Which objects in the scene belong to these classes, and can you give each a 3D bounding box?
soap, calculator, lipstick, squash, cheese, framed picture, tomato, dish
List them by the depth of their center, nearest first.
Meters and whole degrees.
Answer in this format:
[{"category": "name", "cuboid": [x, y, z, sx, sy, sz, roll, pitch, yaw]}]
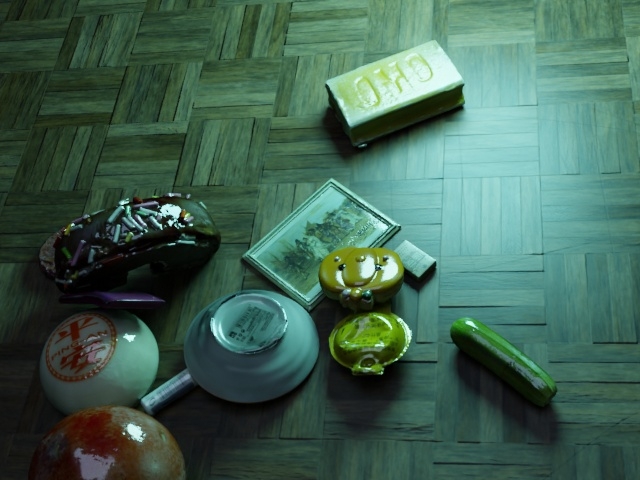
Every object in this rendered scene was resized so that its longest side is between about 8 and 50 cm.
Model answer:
[{"category": "tomato", "cuboid": [-0.366, 0.401, 1.665, 0.265, 0.265, 0.265, -6, 53, 8]}, {"category": "squash", "cuboid": [0.326, 0.213, 1.770, 0.066, 0.066, 0.229, -41, 58, -18]}, {"category": "dish", "cuboid": [-0.132, 0.175, 1.856, 0.260, 0.085, 0.260, 0, 49, 0]}, {"category": "cheese", "cuboid": [0.094, 0.159, 1.860, 0.157, 0.064, 0.250, -4, 44, 8]}, {"category": "lipstick", "cuboid": [-0.274, 0.279, 1.864, 0.141, 0.040, 0.040, -34, 54, -14]}, {"category": "calculator", "cuboid": [-0.402, 0.112, 1.880, 0.190, 0.127, 0.034, 0, 88, 44]}, {"category": "framed picture", "cuboid": [0.000, 0.000, 2.027, 0.217, 0.017, 0.274, 34, 67, 31]}, {"category": "soap", "cuboid": [0.166, -0.329, 2.192, 0.274, 0.089, 0.173, -22, 52, -6]}]

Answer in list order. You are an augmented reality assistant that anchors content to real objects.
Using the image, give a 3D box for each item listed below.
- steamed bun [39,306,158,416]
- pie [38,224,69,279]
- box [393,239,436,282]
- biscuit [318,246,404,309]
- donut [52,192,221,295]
[{"category": "steamed bun", "cuboid": [-0.429, 0.222, 1.874, 0.232, 0.145, 0.231, -6, 53, 8]}, {"category": "pie", "cuboid": [-0.533, 0.023, 2.115, 0.154, 0.036, 0.154, -5, 52, 7]}, {"category": "box", "cuboid": [0.182, 0.041, 1.952, 0.083, 0.024, 0.053, 34, 67, 32]}, {"category": "biscuit", "cuboid": [0.076, 0.065, 1.896, 0.170, 0.050, 0.170, -6, 37, 4]}, {"category": "donut", "cuboid": [-0.377, 0.006, 1.946, 0.345, 0.259, 0.136, -20, 76, -2]}]
